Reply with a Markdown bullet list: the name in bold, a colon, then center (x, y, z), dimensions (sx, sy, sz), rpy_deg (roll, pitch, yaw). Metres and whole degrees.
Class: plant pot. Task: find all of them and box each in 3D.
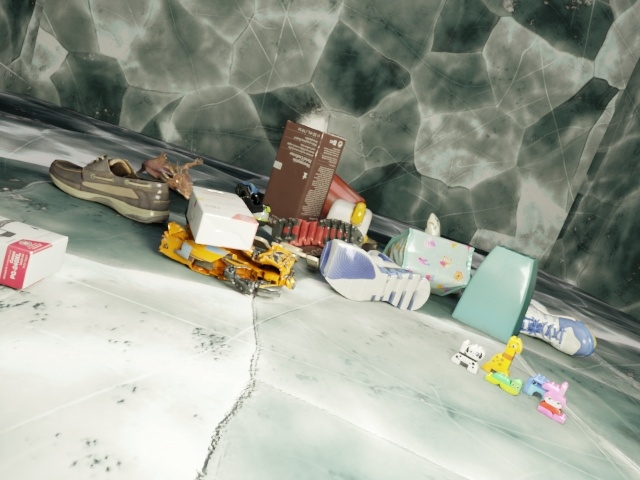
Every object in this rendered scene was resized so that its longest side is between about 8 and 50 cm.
- **plant pot**: center (0.020, -0.156, 1.858), dimensions (0.265, 0.272, 0.272), rpy_deg (40, 17, 19)
- **plant pot**: center (0.515, 0.139, 1.321), dimensions (0.165, 0.234, 0.165), rpy_deg (25, 12, 31)

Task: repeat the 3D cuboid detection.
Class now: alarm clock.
- **alarm clock**: center (0.150, 0.011, 1.770), dimensions (0.129, 0.064, 0.192), rpy_deg (17, 13, -11)

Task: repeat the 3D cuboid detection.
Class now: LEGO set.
- **LEGO set**: center (0.395, 0.252, 0.932), dimensions (0.227, 0.093, 0.087), rpy_deg (26, 13, 32)

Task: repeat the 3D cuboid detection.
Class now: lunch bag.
- **lunch bag**: center (0.317, 0.077, 1.453), dimensions (0.223, 0.160, 0.262), rpy_deg (16, -16, -7)

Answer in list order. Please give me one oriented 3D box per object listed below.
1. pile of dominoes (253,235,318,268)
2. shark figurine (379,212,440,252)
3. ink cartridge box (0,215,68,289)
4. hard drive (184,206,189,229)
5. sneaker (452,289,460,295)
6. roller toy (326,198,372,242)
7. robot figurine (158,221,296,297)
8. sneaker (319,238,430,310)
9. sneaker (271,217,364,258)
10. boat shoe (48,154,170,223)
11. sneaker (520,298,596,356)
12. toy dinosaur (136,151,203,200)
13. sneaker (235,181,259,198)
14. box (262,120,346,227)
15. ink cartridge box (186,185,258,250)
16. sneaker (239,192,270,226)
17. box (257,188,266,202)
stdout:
- **pile of dominoes**: center (-0.092, 0.015, 1.193), dimensions (0.196, 0.040, 0.251), rpy_deg (21, -8, 2)
- **shark figurine**: center (0.352, 0.050, 1.646), dimensions (0.116, 0.278, 0.166), rpy_deg (-4, 58, -53)
- **ink cartridge box**: center (-0.482, 0.010, 0.689), dimensions (0.150, 0.063, 0.109), rpy_deg (18, 11, -7)
- **hard drive**: center (-0.285, -0.032, 1.150), dimensions (0.094, 0.022, 0.135), rpy_deg (18, -26, -4)
- **sneaker**: center (0.439, 0.136, 1.648), dimensions (0.095, 0.090, 0.235), rpy_deg (6, 8, 0)
- **roller toy**: center (0.084, -0.029, 1.498), dimensions (0.146, 0.209, 0.191), rpy_deg (21, 5, 2)
- **robot figurine**: center (-0.185, 0.035, 1.013), dimensions (0.291, 0.085, 0.211), rpy_deg (20, 16, 4)
- **sneaker**: center (0.121, 0.087, 1.242), dimensions (0.315, 0.127, 0.182), rpy_deg (22, 5, -26)
- **sneaker**: center (0.000, 0.000, 1.355), dimensions (0.276, 0.098, 0.135), rpy_deg (3, -27, 21)
- **boat shoe**: center (-0.546, -0.159, 1.226), dimensions (0.355, 0.130, 0.132), rpy_deg (21, 11, 8)
- **sneaker**: center (0.657, 0.262, 1.373), dimensions (0.131, 0.112, 0.296), rpy_deg (0, 12, -21)
- **toy dinosaur**: center (-0.563, -0.248, 1.684), dimensions (0.295, 0.127, 0.200), rpy_deg (15, 17, 8)
- **sneaker**: center (-0.329, -0.204, 1.980), dimensions (0.067, 0.078, 0.188), rpy_deg (46, -16, -26)
- **box**: center (-0.073, -0.215, 1.658), dimensions (0.191, 0.381, 0.143), rpy_deg (27, 16, 37)
- **ink cartridge box**: center (-0.218, -0.052, 0.991), dimensions (0.115, 0.067, 0.198), rpy_deg (11, 19, -26)
- **sneaker**: center (-0.253, -0.128, 1.668), dimensions (0.234, 0.097, 0.084), rpy_deg (28, 14, 39)
- **box**: center (-0.143, -0.160, 2.129), dimensions (0.322, 0.058, 0.232), rpy_deg (21, 11, 15)
